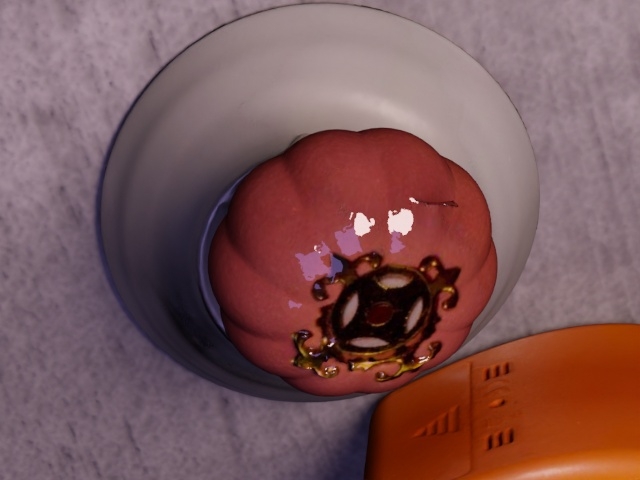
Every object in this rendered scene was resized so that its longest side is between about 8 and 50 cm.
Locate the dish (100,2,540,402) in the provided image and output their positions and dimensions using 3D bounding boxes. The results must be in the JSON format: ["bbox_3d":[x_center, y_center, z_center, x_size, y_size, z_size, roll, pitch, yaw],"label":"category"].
[{"bbox_3d":[0.000,0.000,1.137,0.316,0.106,0.316,0,115,0],"label":"dish"}]

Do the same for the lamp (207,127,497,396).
[{"bbox_3d":[0.018,0.010,1.017,0.182,0.140,0.182,-7,127,-10],"label":"lamp"}]

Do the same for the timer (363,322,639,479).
[{"bbox_3d":[0.164,0.169,1.140,0.250,0.257,0.161,-28,105,14],"label":"timer"}]
